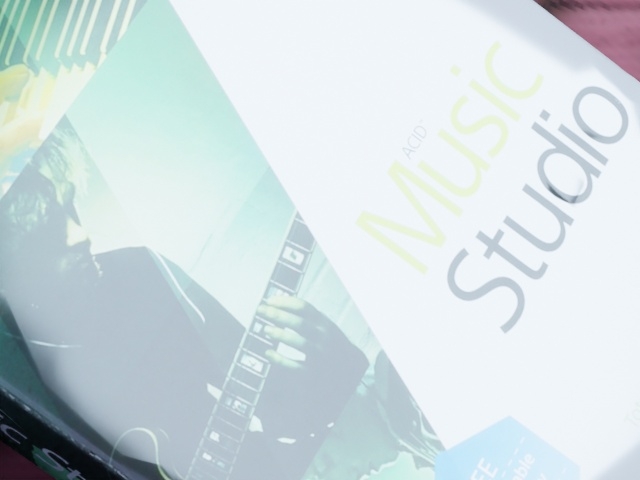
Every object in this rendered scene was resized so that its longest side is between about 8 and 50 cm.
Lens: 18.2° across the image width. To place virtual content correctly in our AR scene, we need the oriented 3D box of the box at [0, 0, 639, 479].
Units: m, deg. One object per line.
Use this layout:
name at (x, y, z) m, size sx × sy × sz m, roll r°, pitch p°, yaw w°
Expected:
box at (0.000, 0.000, 0.670) m, size 0.322 × 0.058 × 0.232 m, roll 36°, pitch 64°, yaw -7°
